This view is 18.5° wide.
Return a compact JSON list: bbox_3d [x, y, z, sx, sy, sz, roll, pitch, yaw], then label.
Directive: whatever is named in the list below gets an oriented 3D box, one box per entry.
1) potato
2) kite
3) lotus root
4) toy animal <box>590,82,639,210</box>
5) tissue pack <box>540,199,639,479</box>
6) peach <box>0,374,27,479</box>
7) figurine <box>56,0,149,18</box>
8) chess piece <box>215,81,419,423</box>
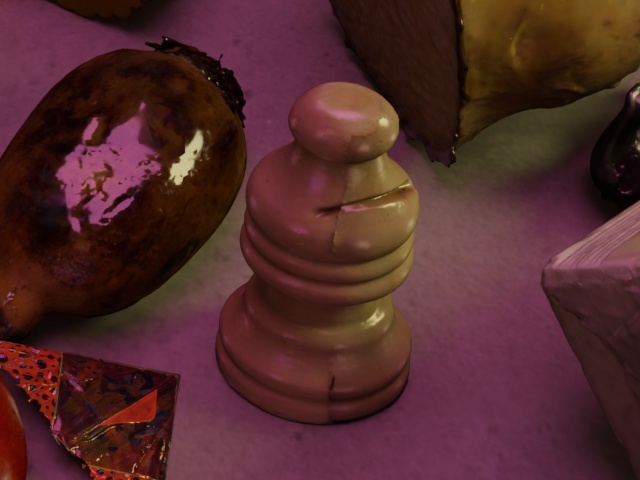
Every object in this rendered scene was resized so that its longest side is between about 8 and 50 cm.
[{"bbox_3d":[0.157,-0.230,1.573,0.237,0.301,0.288,-25,64,-15],"label":"potato"},{"bbox_3d":[-0.149,0.126,1.454,0.125,0.008,0.222,-30,73,-40],"label":"kite"},{"bbox_3d":[-0.161,-0.041,1.511,0.169,0.141,0.314,28,64,15],"label":"lotus root"},{"bbox_3d":[0.305,-0.115,1.585,0.245,0.146,0.114,-27,67,-19],"label":"toy animal"},{"bbox_3d":[0.385,0.049,1.364,0.380,0.207,0.297,-35,106,-23],"label":"tissue pack"},{"bbox_3d":[-0.305,0.138,1.388,0.190,0.192,0.190,-28,30,18],"label":"peach"},{"bbox_3d":[-0.124,-0.351,1.747,0.168,0.187,0.315,32,51,9],"label":"figurine"},{"bbox_3d":[0.000,0.000,1.382,0.124,0.307,0.139,-34,61,-26],"label":"chess piece"}]
